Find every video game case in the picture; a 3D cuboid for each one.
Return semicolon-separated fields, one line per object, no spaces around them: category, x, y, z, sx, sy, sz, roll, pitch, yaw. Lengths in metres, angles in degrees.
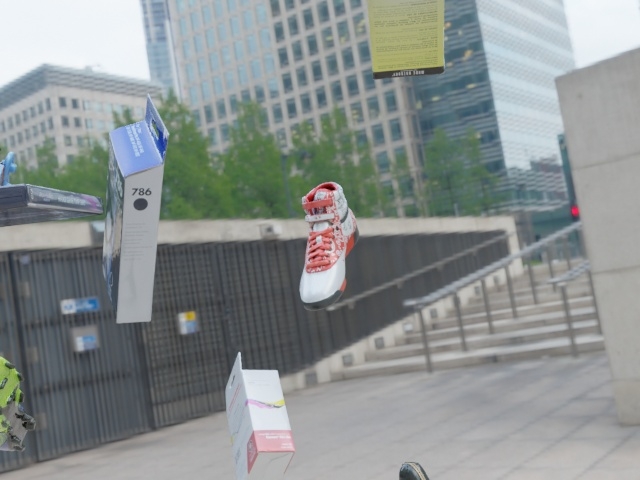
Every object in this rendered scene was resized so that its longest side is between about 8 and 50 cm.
video game case;-0.363;-0.030;0.854;0.196;0.026;0.274;-7;0;-1

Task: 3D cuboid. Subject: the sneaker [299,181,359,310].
sneaker;-0.001;0.000;1.499;0.090;0.145;0.270;-9;32;23

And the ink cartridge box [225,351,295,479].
ink cartridge box;-0.103;0.291;1.302;0.067;0.198;0.115;5;-48;-22

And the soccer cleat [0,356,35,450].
soccer cleat;-0.564;0.278;1.352;0.121;0.093;0.289;16;-37;1

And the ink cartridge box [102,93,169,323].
ink cartridge box;-0.298;-0.049;1.261;0.065;0.333;0.165;-1;30;-23

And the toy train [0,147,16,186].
toy train;-0.484;-0.061;1.127;0.080;0.105;0.184;18;-39;-14

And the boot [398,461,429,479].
boot;0.144;0.514;1.448;0.137;0.198;0.077;-5;-11;-36

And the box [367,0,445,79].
box;0.088;-0.275;0.845;0.087;0.058;0.232;-4;-34;7
